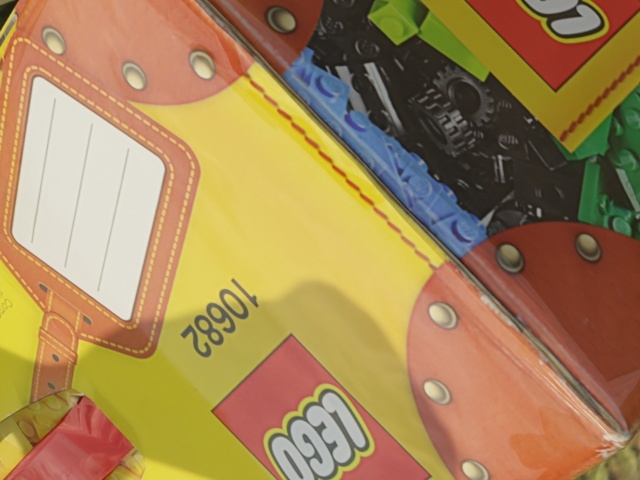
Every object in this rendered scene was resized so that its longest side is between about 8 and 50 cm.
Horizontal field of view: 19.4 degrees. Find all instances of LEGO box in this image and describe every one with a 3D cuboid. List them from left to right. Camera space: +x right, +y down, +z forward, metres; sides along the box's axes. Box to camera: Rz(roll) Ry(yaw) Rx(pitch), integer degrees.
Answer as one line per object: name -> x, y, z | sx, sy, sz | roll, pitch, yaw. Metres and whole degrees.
LEGO box -> 0.000, 0.000, 0.744 | 0.193, 0.372, 0.500 | 46, 141, 1

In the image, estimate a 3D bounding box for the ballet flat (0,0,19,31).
ballet flat -> -0.165, -0.096, 0.718 | 0.139, 0.400, 0.139 | 9, 123, 14
